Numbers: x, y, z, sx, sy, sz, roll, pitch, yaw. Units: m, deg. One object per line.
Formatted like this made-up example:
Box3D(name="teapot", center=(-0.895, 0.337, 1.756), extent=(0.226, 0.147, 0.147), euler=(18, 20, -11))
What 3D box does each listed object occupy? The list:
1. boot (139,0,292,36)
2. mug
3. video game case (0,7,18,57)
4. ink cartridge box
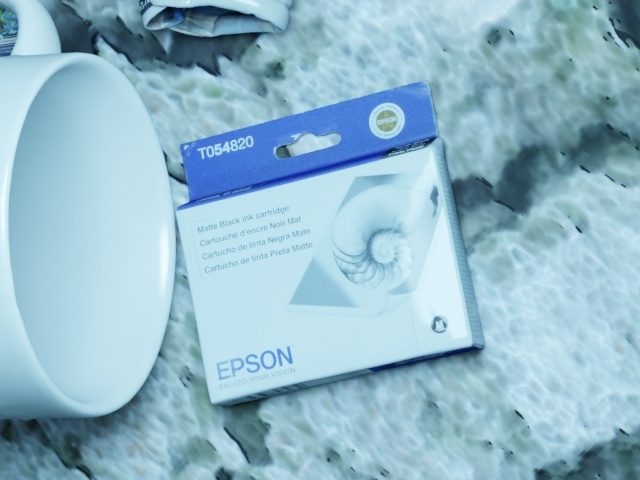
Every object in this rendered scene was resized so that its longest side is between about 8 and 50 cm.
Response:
Box3D(name="boot", center=(-0.139, -0.235, 1.625), extent=(0.258, 0.095, 0.123), euler=(8, 78, 17))
Box3D(name="mug", center=(-0.314, -0.044, 1.573), extent=(0.328, 0.276, 0.374), euler=(-2, 70, 21))
Box3D(name="video game case", center=(-0.334, -0.158, 1.714), extent=(0.201, 0.023, 0.183), euler=(-6, 81, 17))
Box3D(name="ink cartridge box", center=(0.000, 0.000, 1.579), extent=(0.223, 0.045, 0.224), euler=(-15, 78, 15))
